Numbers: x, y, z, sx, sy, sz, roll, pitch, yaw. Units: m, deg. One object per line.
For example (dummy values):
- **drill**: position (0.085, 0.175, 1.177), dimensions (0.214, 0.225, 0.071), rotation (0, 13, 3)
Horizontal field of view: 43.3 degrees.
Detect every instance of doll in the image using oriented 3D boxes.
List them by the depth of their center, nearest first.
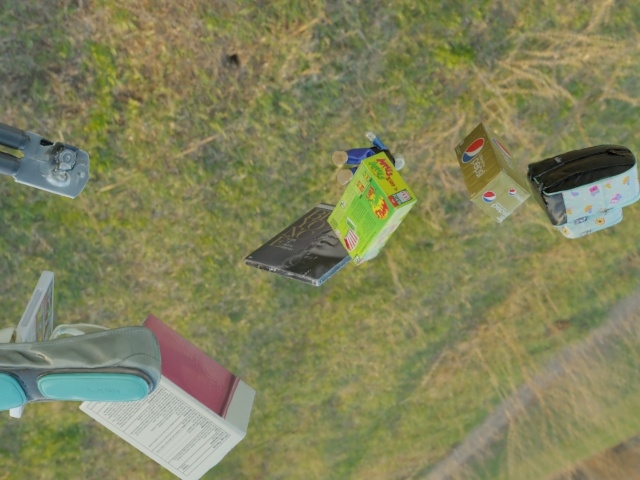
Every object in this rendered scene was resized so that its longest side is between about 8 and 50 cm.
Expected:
- **doll**: position (0.106, -0.158, 1.618), dimensions (0.189, 0.129, 0.046), rotation (-9, 173, -45)

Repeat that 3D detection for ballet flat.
- **ballet flat**: position (-0.241, 0.104, 0.677), dimensions (0.213, 0.068, 0.072), rotation (-1, 140, -7)

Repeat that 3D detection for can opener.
- **can opener**: position (-0.462, -0.131, 1.151), dimensions (0.283, 0.095, 0.076), rotation (19, 85, -45)

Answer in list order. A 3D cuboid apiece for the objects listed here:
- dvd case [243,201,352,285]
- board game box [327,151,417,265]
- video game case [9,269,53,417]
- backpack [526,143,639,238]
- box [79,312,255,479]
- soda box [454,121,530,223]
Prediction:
- **dvd case**: position (0.000, 0.000, 1.392), dimensions (0.221, 0.164, 0.018), rotation (-37, 128, -40)
- **board game box**: position (0.076, -0.046, 1.241), dimensions (0.043, 0.092, 0.181), rotation (-25, 162, -28)
- **video game case**: position (-0.517, 0.185, 1.441), dimensions (0.023, 0.183, 0.201), rotation (13, 131, -6)
- **backpack**: position (0.508, -0.101, 1.526), dimensions (0.188, 0.166, 0.144), rotation (-24, 113, 9)
- **box**: position (-0.245, 0.259, 1.319), dimensions (0.232, 0.127, 0.148), rotation (39, 113, -14)
- **soda box**: position (0.244, -0.101, 1.156), dimensions (0.058, 0.181, 0.061), rotation (36, 114, -18)
